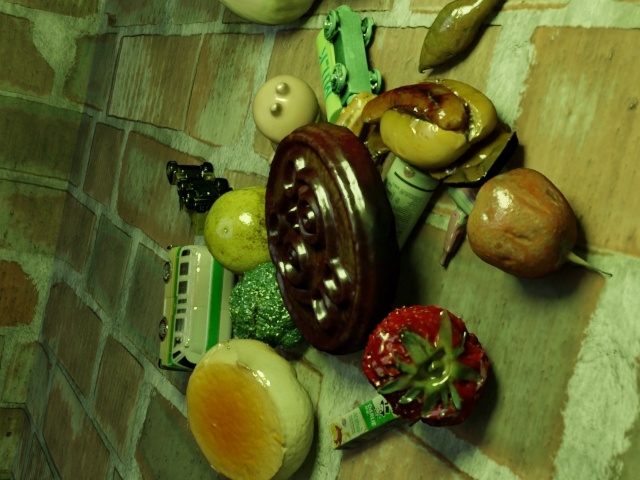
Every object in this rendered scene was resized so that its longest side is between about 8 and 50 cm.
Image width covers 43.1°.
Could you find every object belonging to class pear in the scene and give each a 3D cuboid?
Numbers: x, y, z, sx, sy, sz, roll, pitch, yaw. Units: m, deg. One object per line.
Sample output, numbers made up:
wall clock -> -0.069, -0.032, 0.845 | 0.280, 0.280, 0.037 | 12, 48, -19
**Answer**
pear -> -0.141, -0.021, 1.722 | 0.197, 0.197, 0.197 | -22, 64, 54

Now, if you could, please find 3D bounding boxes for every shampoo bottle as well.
shampoo bottle -> 0.115, -0.024, 1.405 | 0.262, 0.085, 0.085 | -63, 36, 27

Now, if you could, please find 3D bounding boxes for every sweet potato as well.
sweet potato -> 0.233, -0.361, 1.316 | 0.269, 0.074, 0.075 | -45, 46, 39

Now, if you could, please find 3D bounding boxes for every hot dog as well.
hot dog -> 0.054, -0.155, 1.509 | 0.269, 0.115, 0.072 | -62, 39, 25
hot dog -> 0.155, -0.186, 1.275 | 0.326, 0.107, 0.194 | 12, 53, 50

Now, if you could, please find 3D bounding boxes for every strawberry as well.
strawberry -> 0.153, 0.179, 1.221 | 0.201, 0.186, 0.184 | -95, 1, -76

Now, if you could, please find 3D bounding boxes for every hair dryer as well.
hair dryer -> 0.225, -0.020, 1.275 | 0.106, 0.054, 0.154 | 63, 144, 38

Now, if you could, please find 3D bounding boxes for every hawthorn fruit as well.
hawthorn fruit -> 0.275, -0.013, 1.086 | 0.149, 0.149, 0.189 | -64, 31, 25

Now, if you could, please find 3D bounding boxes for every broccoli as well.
broccoli -> -0.096, 0.137, 1.646 | 0.156, 0.195, 0.196 | 56, -140, -83

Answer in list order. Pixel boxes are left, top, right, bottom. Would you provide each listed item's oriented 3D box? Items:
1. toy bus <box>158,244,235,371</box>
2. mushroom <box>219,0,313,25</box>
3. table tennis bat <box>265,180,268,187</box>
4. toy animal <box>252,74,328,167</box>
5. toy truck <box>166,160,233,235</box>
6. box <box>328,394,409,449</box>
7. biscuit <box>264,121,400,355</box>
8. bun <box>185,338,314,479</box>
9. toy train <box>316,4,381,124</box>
toy bus -> -0.290, 0.164, 1.954 | 0.179, 0.143, 0.306 | -10, 74, 56
mushroom -> -0.146, -0.658, 1.786 | 0.325, 0.353, 0.353 | -23, 62, 39
table tennis bat -> -0.138, -0.070, 1.885 | 0.301, 0.022, 0.173 | -65, 34, 26
toy animal -> -0.056, -0.238, 1.622 | 0.165, 0.149, 0.248 | -62, -12, -9
toy truck -> -0.318, -0.119, 2.102 | 0.257, 0.127, 0.127 | -129, 41, -51
box -> 0.086, 0.313, 1.405 | 0.207, 0.041, 0.050 | -42, 48, 47
biscuit -> 0.000, 0.000, 1.409 | 0.407, 0.091, 0.408 | 30, 124, 58
bun -> -0.123, 0.328, 1.610 | 0.298, 0.164, 0.299 | 12, 109, 35
toy train -> 0.046, -0.333, 1.596 | 0.157, 0.105, 0.253 | 122, 145, -54
